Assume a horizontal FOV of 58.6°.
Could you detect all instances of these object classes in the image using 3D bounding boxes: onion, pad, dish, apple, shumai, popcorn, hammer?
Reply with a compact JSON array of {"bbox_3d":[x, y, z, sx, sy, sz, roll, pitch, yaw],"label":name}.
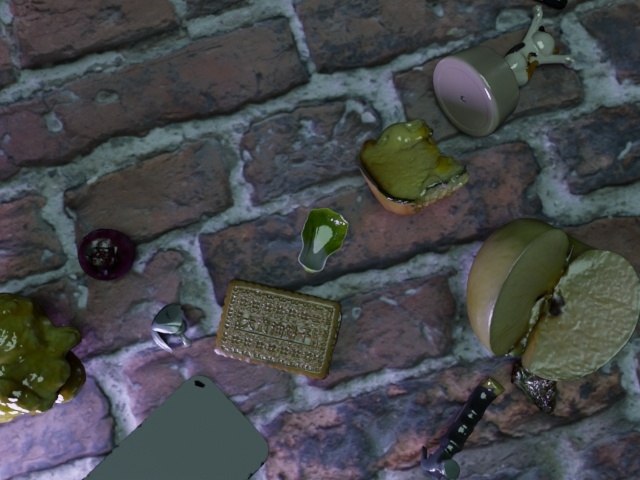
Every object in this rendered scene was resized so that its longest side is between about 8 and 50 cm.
[{"bbox_3d":[-0.449,0.031,1.195,0.115,0.104,0.115,-2,104,-6],"label":"onion"},{"bbox_3d":[-0.290,0.516,1.222,0.375,0.063,0.315,-42,87,-8],"label":"pad"},{"bbox_3d":[0.000,0.000,1.200,0.091,0.039,0.137,23,92,-2],"label":"dish"},{"bbox_3d":[0.415,0.102,1.080,0.295,0.233,0.258,23,101,-4],"label":"apple"},{"bbox_3d":[0.430,0.285,1.153,0.087,0.099,0.124,1,88,20],"label":"shumai"},{"bbox_3d":[-0.615,0.231,1.144,0.276,0.226,0.277,2,123,4],"label":"popcorn"},{"bbox_3d":[0.284,0.376,1.147,0.041,0.159,0.226,40,73,2],"label":"hammer"}]

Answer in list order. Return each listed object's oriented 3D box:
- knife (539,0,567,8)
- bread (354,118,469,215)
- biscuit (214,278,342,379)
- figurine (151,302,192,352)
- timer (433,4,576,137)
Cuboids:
[{"bbox_3d":[0.452,-0.508,1.184,0.121,0.031,0.018,22,91,9],"label":"knife"},{"bbox_3d":[0.188,-0.126,1.148,0.174,0.252,0.133,-31,131,1],"label":"bread"},{"bbox_3d":[-0.089,0.188,1.209,0.254,0.029,0.172,12,90,3],"label":"biscuit"},{"bbox_3d":[-0.315,0.184,1.202,0.082,0.086,0.094,-29,46,-11],"label":"figurine"},{"bbox_3d":[0.381,-0.346,1.142,0.266,0.175,0.175,-35,88,-14],"label":"timer"}]
